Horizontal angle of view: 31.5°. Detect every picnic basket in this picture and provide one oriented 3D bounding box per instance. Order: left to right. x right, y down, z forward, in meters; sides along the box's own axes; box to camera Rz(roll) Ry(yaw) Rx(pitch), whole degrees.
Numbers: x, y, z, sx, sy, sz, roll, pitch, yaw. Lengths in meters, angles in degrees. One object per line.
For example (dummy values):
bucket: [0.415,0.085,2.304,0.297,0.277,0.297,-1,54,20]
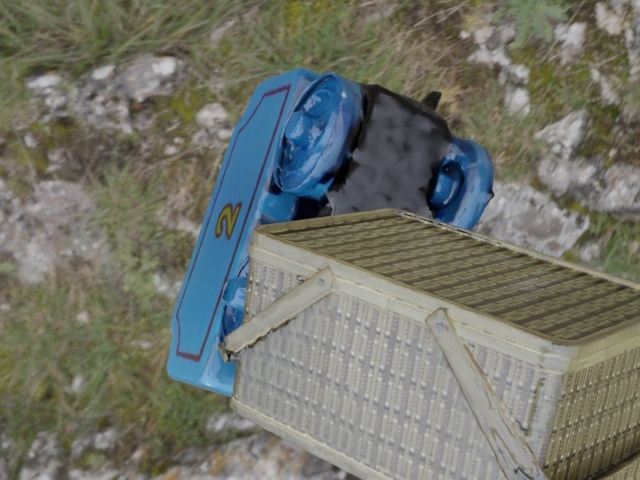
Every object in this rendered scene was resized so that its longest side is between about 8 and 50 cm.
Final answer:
picnic basket: [0.052,0.046,0.460,0.164,0.115,0.079,20,109,35]

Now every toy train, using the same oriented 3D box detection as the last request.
toy train: [0.000,0.000,0.981,0.188,0.265,0.300,22,79,-24]
